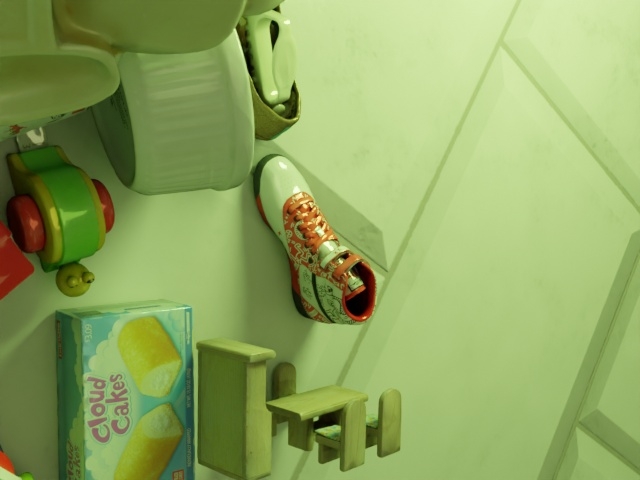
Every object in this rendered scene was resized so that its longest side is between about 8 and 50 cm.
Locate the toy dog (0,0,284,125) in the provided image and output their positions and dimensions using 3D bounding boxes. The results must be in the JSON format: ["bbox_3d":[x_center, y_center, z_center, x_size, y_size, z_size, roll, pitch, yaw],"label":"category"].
[{"bbox_3d":[-0.227,-0.368,0.735,0.395,0.284,0.408,-13,59,-15],"label":"toy dog"}]

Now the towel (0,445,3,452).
[{"bbox_3d":[-0.491,0.374,0.877,0.336,0.040,0.243,-24,107,-36],"label":"towel"}]

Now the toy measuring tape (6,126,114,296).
[{"bbox_3d":[-0.312,-0.090,0.917,0.121,0.121,0.330,-19,106,-36],"label":"toy measuring tape"}]

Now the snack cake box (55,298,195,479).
[{"bbox_3d":[-0.247,0.214,1.014,0.152,0.089,0.264,-4,97,-39],"label":"snack cake box"}]

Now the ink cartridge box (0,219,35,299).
[{"bbox_3d":[-0.434,-0.018,0.848,0.134,0.078,0.231,-45,119,-27],"label":"ink cartridge box"}]

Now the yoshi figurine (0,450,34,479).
[{"bbox_3d":[-0.394,0.273,0.810,0.203,0.203,0.362,-28,105,-28],"label":"yoshi figurine"}]

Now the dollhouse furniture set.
[{"bbox_3d":[-0.041,0.208,1.081,0.242,0.212,0.161,-4,97,-46],"label":"dollhouse furniture set"}]

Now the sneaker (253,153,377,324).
[{"bbox_3d":[0.001,0.000,1.153,0.090,0.145,0.270,-29,111,-33],"label":"sneaker"}]

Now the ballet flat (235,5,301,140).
[{"bbox_3d":[-0.088,-0.303,1.067,0.116,0.124,0.342,-19,106,-36],"label":"ballet flat"}]

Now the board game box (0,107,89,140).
[{"bbox_3d":[-0.404,-0.173,0.795,0.305,0.053,0.193,-33,86,-42],"label":"board game box"}]

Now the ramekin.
[{"bbox_3d":[-0.188,-0.176,0.922,0.127,0.273,0.273,-17,105,-23],"label":"ramekin"}]
